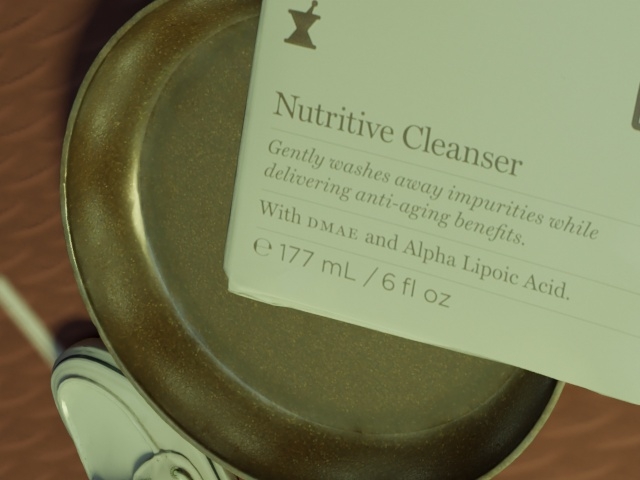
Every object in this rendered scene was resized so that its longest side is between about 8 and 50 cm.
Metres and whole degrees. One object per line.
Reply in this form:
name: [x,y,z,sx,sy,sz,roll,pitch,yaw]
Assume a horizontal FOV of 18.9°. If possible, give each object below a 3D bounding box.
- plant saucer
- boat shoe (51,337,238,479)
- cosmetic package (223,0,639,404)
plant saucer: [0.000,0.000,1.040,0.311,0.050,0.310,11,116,24]
boat shoe: [-0.091,0.160,1.146,0.226,0.076,0.083,50,126,1]
cosmetic package: [0.105,-0.150,0.815,0.217,0.156,0.385,14,110,20]
